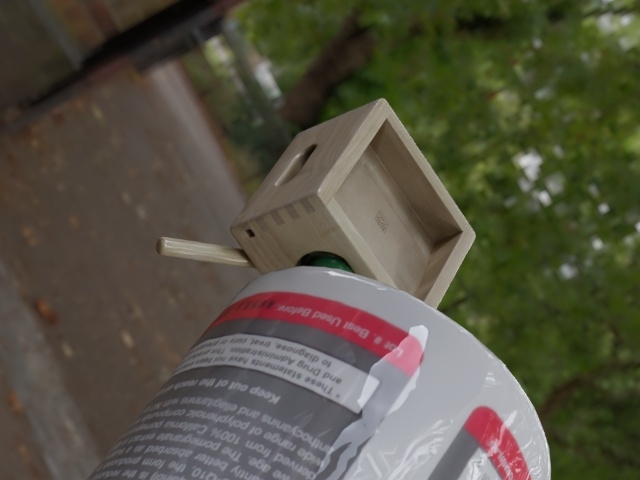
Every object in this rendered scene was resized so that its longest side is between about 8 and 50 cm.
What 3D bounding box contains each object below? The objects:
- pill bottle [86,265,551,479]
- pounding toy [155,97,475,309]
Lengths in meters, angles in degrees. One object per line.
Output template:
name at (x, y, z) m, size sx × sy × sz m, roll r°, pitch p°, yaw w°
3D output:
pill bottle at (-0.045, 0.175, 0.779) m, size 0.176 × 0.318 × 0.176 m, roll 24°, pitch -37°, yaw 19°
pounding toy at (0.000, 0.000, 1.108) m, size 0.130 × 0.100 × 0.141 m, roll 55°, pitch 39°, yaw -18°
